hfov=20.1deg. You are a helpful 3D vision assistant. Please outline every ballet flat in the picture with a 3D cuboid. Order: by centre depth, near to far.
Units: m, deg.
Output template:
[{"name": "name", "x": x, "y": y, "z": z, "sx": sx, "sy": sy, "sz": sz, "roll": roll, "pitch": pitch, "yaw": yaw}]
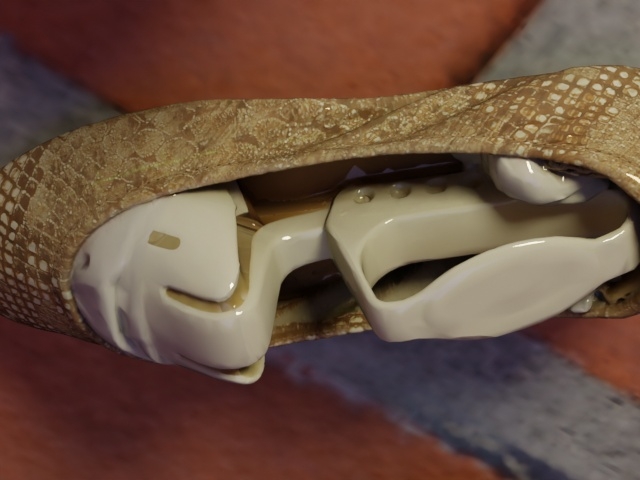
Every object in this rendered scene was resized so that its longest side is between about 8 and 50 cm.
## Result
[{"name": "ballet flat", "x": 0.000, "y": 0.000, "z": 0.452, "sx": 0.206, "sy": 0.067, "sz": 0.073, "roll": -12, "pitch": 125, "yaw": 11}]
